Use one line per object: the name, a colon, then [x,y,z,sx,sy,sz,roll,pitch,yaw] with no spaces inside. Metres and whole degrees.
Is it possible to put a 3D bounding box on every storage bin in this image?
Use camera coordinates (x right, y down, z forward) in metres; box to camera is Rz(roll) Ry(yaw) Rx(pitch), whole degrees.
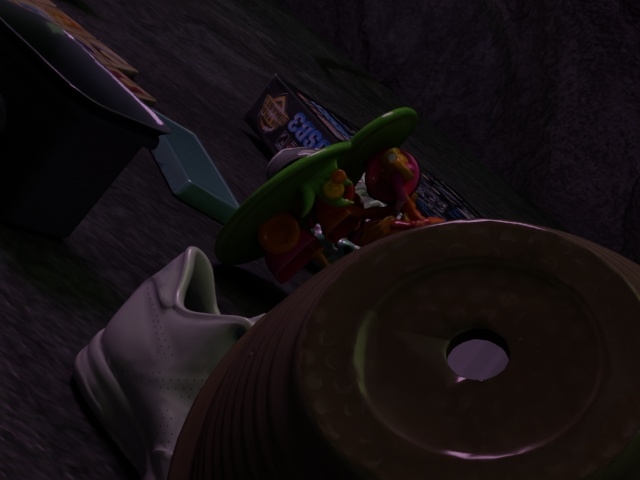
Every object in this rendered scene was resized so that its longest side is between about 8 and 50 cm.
storage bin: [-0.165,-0.068,0.841,0.135,0.091,0.098,43,13,32]

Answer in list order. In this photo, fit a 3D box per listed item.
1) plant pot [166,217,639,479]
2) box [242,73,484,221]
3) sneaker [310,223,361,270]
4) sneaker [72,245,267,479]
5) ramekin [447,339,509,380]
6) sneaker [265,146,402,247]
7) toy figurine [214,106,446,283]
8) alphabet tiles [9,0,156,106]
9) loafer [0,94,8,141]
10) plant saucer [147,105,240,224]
plant pot: [0.057,0.071,0.497,0.237,0.237,0.110,43,-24,34]
box: [0.090,-0.029,1.522,0.293,0.073,0.295,27,14,-37]
sneaker: [0.000,0.000,1.202,0.098,0.038,0.069,32,12,-21]
sneaker: [-0.031,0.079,0.614,0.080,0.094,0.212,26,15,-49]
ramekin: [0.151,0.141,0.702,0.277,0.135,0.277,39,0,0]
sneaker: [0.041,-0.005,1.244,0.215,0.084,0.083,38,16,4]
toy figurine: [0.042,0.020,0.988,0.159,0.173,0.130,53,-2,16]
alphabet tiles: [-0.297,-0.214,1.275,0.285,0.011,0.342,38,11,14]
loafer: [-0.253,-0.084,0.715,0.223,0.076,0.078,28,48,-43]
plant saucer: [-0.110,-0.065,1.197,0.067,0.018,0.192,31,11,-28]
